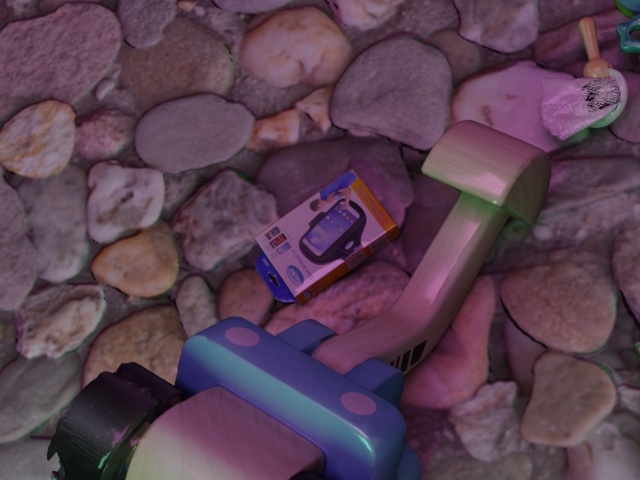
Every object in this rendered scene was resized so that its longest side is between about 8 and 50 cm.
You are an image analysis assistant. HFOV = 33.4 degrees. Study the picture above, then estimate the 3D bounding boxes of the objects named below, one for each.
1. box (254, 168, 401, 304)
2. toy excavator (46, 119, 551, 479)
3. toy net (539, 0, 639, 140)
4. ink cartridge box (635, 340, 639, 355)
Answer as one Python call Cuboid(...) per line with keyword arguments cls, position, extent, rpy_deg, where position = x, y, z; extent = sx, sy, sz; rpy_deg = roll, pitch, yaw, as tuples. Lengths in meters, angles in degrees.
Cuboid(cls="box", position=(0.000, 0.000, 1.037), extent=(0.136, 0.028, 0.081), rpy_deg=(-35, 62, -3))
Cuboid(cls="toy excavator", position=(0.013, 0.133, 0.883), extent=(0.222, 0.445, 0.432), rpy_deg=(26, 117, 24))
Cuboid(cls="toy net", position=(0.299, -0.177, 1.023), extent=(0.122, 0.045, 0.232), rpy_deg=(30, 79, 23))
Cuboid(cls="ink cartridge box", position=(0.373, 0.122, 0.879), extent=(0.145, 0.045, 0.179), rpy_deg=(-32, 80, 0))
